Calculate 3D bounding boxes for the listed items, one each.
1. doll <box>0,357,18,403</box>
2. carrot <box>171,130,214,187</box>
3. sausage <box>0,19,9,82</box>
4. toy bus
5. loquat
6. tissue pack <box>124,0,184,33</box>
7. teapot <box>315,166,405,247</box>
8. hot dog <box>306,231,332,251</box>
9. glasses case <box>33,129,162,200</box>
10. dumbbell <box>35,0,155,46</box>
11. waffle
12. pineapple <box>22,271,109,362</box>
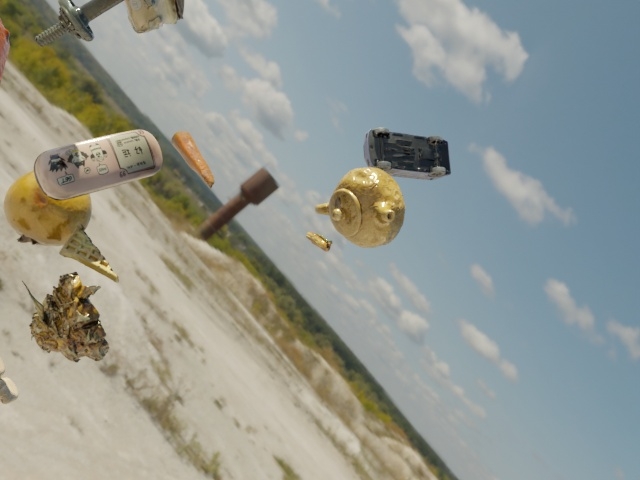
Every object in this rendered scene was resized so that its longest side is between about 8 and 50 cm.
[{"bbox_3d":[-0.611,0.267,1.099,0.154,0.278,0.119,54,-8,-2],"label":"doll"},{"bbox_3d":[-0.323,-0.207,1.888,0.224,0.057,0.057,51,-2,37],"label":"carrot"},{"bbox_3d":[-0.567,-0.257,1.095,0.141,0.153,0.268,24,49,-38],"label":"sausage"},{"bbox_3d":[0.250,-0.255,2.196,0.133,0.292,0.125,-27,-117,60],"label":"toy bus"},{"bbox_3d":[-0.670,-0.078,1.772,0.208,0.208,0.208,49,-4,5],"label":"loquat"},{"bbox_3d":[-0.318,-0.533,1.281,0.215,0.123,0.256,-113,-166,-50],"label":"tissue pack"},{"bbox_3d":[0.087,-0.077,1.792,0.311,0.167,0.203,9,-71,52],"label":"teapot"},{"bbox_3d":[0.000,0.000,2.280,0.056,0.041,0.133,42,-6,-34],"label":"hot dog"},{"bbox_3d":[-0.516,-0.181,1.693,0.075,0.314,0.122,-14,-83,50],"label":"glasses case"},{"bbox_3d":[-0.334,-0.376,1.128,0.081,0.254,0.081,59,0,0],"label":"dumbbell"},{"bbox_3d":[-0.521,0.030,1.679,0.153,0.023,0.097,29,43,-8],"label":"waffle"},{"bbox_3d":[-0.586,0.216,1.679,0.161,0.158,0.334,58,-32,25],"label":"pineapple"}]
